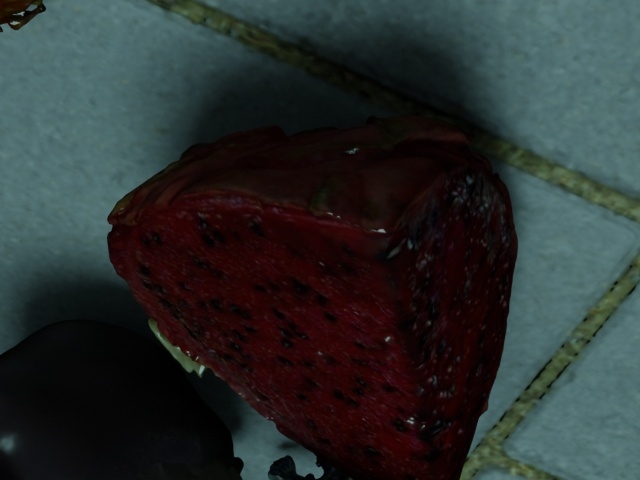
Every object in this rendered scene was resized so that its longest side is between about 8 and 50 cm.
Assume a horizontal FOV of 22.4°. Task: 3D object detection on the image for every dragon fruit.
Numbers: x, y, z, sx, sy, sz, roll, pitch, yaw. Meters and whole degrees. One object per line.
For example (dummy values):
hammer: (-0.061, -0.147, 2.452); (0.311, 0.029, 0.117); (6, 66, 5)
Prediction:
dragon fruit: (0.000, 0.000, 0.918); (0.205, 0.152, 0.317); (19, 151, 20)

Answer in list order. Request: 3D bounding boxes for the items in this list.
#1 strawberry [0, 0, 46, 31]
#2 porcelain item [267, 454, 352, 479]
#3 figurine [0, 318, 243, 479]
strawberry: (-0.212, -0.206, 0.767); (0.233, 0.138, 0.306); (-18, 125, 25)
porcelain item: (-0.010, 0.173, 1.116); (0.075, 0.136, 0.021); (35, 157, 42)
figurine: (-0.089, 0.196, 1.009); (0.365, 0.218, 0.206); (31, 136, 24)
